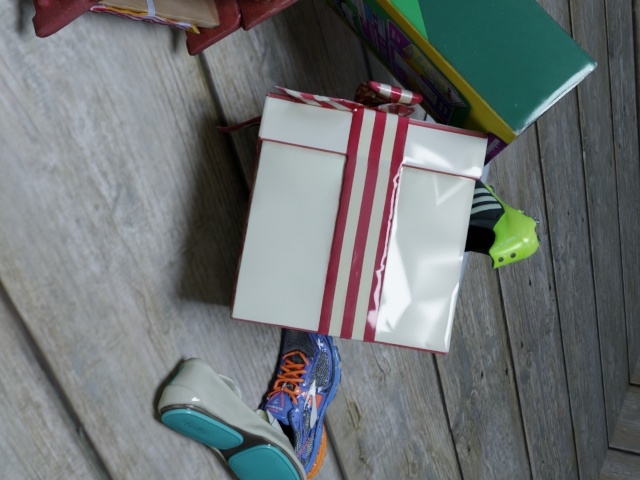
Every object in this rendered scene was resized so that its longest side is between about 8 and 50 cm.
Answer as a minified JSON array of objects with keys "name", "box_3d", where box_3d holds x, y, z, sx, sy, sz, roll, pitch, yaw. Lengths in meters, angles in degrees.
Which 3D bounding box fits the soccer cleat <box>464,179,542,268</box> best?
[{"name":"soccer cleat","box_3d":[0.169,-0.025,0.864,0.072,0.179,0.060,-24,119,-10]}]

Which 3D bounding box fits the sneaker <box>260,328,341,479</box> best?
[{"name":"sneaker","box_3d":[-0.032,0.205,1.006,0.087,0.083,0.221,6,87,-52]}]

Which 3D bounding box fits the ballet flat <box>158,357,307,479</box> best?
[{"name":"ballet flat","box_3d":[-0.091,0.217,0.911,0.248,0.086,0.086,51,53,-39]}]

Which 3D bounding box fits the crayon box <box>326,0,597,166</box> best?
[{"name":"crayon box","box_3d":[0.124,-0.239,0.870,0.106,0.313,0.363,-42,176,5]}]

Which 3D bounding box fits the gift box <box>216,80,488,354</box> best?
[{"name":"gift box","box_3d":[0.013,-0.032,0.844,0.255,0.276,0.258,173,-72,-79]}]

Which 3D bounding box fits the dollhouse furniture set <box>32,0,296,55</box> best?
[{"name":"dollhouse furniture set","box_3d":[-0.163,-0.371,0.693,0.201,0.152,0.374,-7,84,-56]}]

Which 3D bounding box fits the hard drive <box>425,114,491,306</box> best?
[{"name":"hard drive","box_3d":[0.216,-0.056,1.375,0.233,0.047,0.353,40,62,-52]}]
